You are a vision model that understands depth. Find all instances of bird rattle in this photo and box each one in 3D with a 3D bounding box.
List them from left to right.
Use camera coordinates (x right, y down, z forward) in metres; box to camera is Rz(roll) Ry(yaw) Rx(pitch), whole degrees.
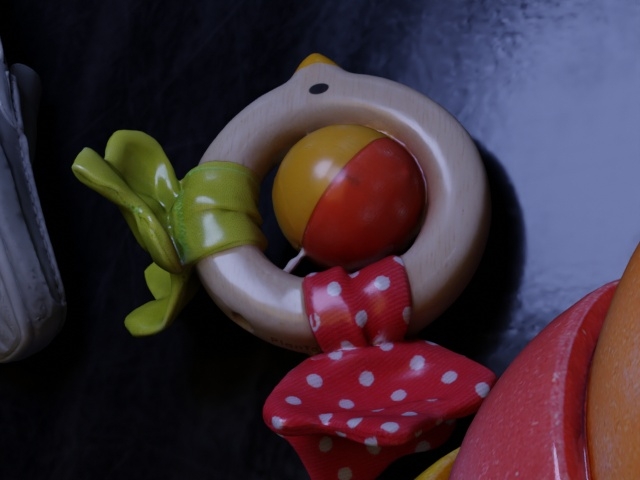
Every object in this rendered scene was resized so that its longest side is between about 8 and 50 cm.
[{"bbox_3d":[0.000,0.000,0.813,0.253,0.143,0.207,30,72,31],"label":"bird rattle"}]

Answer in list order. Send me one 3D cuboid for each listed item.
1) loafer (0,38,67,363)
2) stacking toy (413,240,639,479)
[{"bbox_3d":[-0.220,-0.078,0.973,0.112,0.111,0.319,-34,73,46],"label":"loafer"},{"bbox_3d":[0.123,0.162,0.621,0.480,0.351,0.350,-34,57,37],"label":"stacking toy"}]
